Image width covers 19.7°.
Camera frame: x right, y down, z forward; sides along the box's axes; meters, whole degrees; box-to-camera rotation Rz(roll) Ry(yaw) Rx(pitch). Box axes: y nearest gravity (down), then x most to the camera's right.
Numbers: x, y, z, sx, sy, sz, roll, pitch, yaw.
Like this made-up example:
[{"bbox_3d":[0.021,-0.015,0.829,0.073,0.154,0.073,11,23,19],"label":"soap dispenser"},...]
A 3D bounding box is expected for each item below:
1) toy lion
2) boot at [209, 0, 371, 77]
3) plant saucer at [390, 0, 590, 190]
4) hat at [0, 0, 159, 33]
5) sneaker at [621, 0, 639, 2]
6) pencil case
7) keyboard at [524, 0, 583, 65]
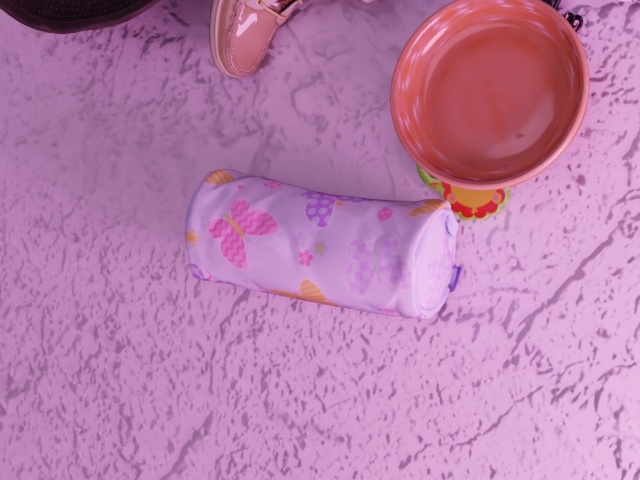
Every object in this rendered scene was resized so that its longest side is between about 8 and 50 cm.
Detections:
[{"bbox_3d":[0.142,-0.068,1.837,0.100,0.034,0.096,7,96,23],"label":"toy lion"},{"bbox_3d":[-0.017,-0.255,1.873,0.165,0.077,0.213,20,89,39],"label":"boot"},{"bbox_3d":[0.167,-0.143,1.793,0.200,0.037,0.200,-5,77,21],"label":"plant saucer"},{"bbox_3d":[-0.219,-0.346,1.952,0.331,0.134,0.331,-4,68,11],"label":"hat"},{"bbox_3d":[0.350,-0.323,1.742,0.153,0.094,0.235,25,87,14],"label":"sneaker"},{"bbox_3d":[0.000,0.000,1.844,0.273,0.113,0.124,8,79,23],"label":"pencil case"},{"bbox_3d":[0.204,-0.210,1.827,0.108,0.023,0.180,28,97,28],"label":"keyboard"}]
